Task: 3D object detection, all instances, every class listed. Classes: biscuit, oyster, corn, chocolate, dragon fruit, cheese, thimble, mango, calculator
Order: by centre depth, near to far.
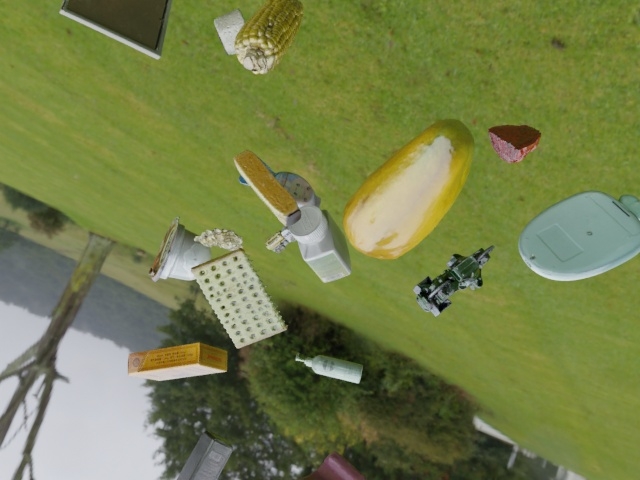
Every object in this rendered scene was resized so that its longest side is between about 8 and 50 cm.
[{"bbox_3d":[0.122,-0.065,0.829,0.119,0.176,0.317,54,151,14],"label":"mango"},{"bbox_3d":[0.549,-0.019,1.217,0.184,0.295,0.042,58,170,37],"label":"calculator"},{"bbox_3d":[-0.112,-0.109,1.240,0.188,0.052,0.056,50,168,19],"label":"biscuit"},{"bbox_3d":[-0.180,0.134,1.336,0.016,0.139,0.232,-93,-20,-66],"label":"biscuit"},{"bbox_3d":[-0.130,-0.548,1.551,0.130,0.347,0.130,10,137,10],"label":"corn"},{"bbox_3d":[-0.270,-0.002,1.577,0.121,0.045,0.146,5,166,4],"label":"oyster"},{"bbox_3d":[0.536,-0.258,1.597,0.162,0.106,0.083,-124,15,-59],"label":"dragon fruit"},{"bbox_3d":[-0.106,-0.150,1.653,0.244,0.135,0.052,28,140,-17],"label":"cheese"},{"bbox_3d":[-0.255,-0.612,1.741,0.102,0.090,0.115,-113,-2,-51],"label":"thimble"},{"bbox_3d":[-0.401,0.048,1.742,0.147,0.221,0.221,28,169,-24],"label":"chocolate"}]

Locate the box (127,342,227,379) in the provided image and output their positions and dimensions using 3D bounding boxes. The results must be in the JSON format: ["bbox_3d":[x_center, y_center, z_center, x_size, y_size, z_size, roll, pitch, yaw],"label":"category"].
[{"bbox_3d":[-0.468,0.402,1.950,0.274,0.076,0.174,-12,156,19],"label":"box"}]

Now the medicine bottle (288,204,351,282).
[{"bbox_3d":[0.000,0.000,1.428,0.088,0.132,0.188,-19,143,14],"label":"medicine bottle"}]

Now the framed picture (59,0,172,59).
[{"bbox_3d":[-0.412,-0.553,1.257,0.213,0.289,0.016,18,158,-35],"label":"framed picture"}]

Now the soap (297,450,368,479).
[{"bbox_3d":[0.116,0.579,1.098,0.359,0.128,0.233,19,142,59],"label":"soap"}]

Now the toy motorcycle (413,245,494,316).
[{"bbox_3d":[0.377,0.113,1.687,0.125,0.274,0.187,51,155,15],"label":"toy motorcycle"}]

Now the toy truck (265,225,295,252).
[{"bbox_3d":[-0.140,-0.006,2.137,0.063,0.123,0.052,43,-153,-18],"label":"toy truck"}]

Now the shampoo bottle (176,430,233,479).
[{"bbox_3d":[-0.346,0.668,1.668,0.080,0.246,0.079,37,164,-28],"label":"shampoo bottle"}]

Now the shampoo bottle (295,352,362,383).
[{"bbox_3d":[0.022,0.365,1.712,0.195,0.056,0.056,12,171,3],"label":"shampoo bottle"}]
